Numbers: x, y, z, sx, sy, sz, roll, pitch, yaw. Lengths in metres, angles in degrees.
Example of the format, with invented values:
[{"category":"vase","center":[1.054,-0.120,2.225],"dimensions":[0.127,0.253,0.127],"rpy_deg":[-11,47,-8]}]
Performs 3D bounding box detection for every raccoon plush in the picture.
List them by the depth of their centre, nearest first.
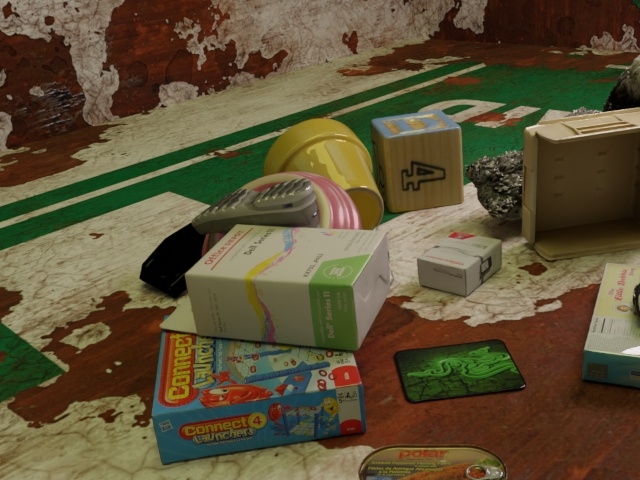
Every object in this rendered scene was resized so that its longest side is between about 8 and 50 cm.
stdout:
[{"category":"raccoon plush","center":[0.503,-0.223,1.725],"dimensions":[0.299,0.446,0.216],"rpy_deg":[-2,33,-24]}]

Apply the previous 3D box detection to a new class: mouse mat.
[{"category":"mouse mat","center":[0.220,0.207,1.285],"dimensions":[0.189,0.007,0.152],"rpy_deg":[-6,23,-2]}]

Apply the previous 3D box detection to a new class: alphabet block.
[{"category":"alphabet block","center":[0.239,-0.200,1.994],"dimensions":[0.193,0.197,0.192],"rpy_deg":[-8,24,-4]}]

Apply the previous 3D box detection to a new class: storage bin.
[{"category":"storage bin","center":[0.552,-0.115,1.616],"dimensions":[0.260,0.262,0.123],"rpy_deg":[-9,27,-5]}]

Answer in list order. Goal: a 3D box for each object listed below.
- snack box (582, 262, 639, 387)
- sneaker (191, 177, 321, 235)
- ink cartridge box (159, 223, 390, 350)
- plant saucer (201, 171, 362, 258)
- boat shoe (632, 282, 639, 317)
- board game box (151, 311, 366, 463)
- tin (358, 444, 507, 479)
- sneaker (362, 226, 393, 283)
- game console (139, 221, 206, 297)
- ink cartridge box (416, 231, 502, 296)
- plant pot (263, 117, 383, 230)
[{"category":"snack box","center":[0.545,0.133,1.303],"dimensions":[0.187,0.060,0.322],"rpy_deg":[5,26,24]},{"category":"sneaker","center":[-0.122,-0.029,1.461],"dimensions":[0.281,0.115,0.105],"rpy_deg":[-7,24,38]},{"category":"ink cartridge box","center":[-0.081,0.067,1.323],"dimensions":[0.353,0.119,0.207],"rpy_deg":[2,26,20]},{"category":"plant saucer","center":[-0.086,-0.006,1.547],"dimensions":[0.332,0.084,0.332],"rpy_deg":[-9,57,15]},{"category":"boat shoe","center":[0.517,0.096,1.270],"dimensions":[0.046,0.038,0.125],"rpy_deg":[39,37,-1]},{"category":"board game box","center":[-0.102,0.204,1.271],"dimensions":[0.302,0.086,0.308],"rpy_deg":[-8,23,-5]},{"category":"tin","center":[0.144,0.309,1.029],"dimensions":[0.189,0.040,0.106],"rpy_deg":[-2,27,10]},{"category":"sneaker","center":[0.000,0.000,1.657],"dimensions":[0.330,0.146,0.122],"rpy_deg":[7,28,32]},{"category":"game console","center":[-0.198,0.062,1.649],"dimensions":[0.361,0.044,0.213],"rpy_deg":[22,52,34]},{"category":"ink cartridge box","center":[0.276,0.044,1.579],"dimensions":[0.109,0.063,0.150],"rpy_deg":[13,30,37]},{"category":"plant pot","center":[0.024,-0.115,1.819],"dimensions":[0.254,0.254,0.239],"rpy_deg":[-14,39,-18]}]
